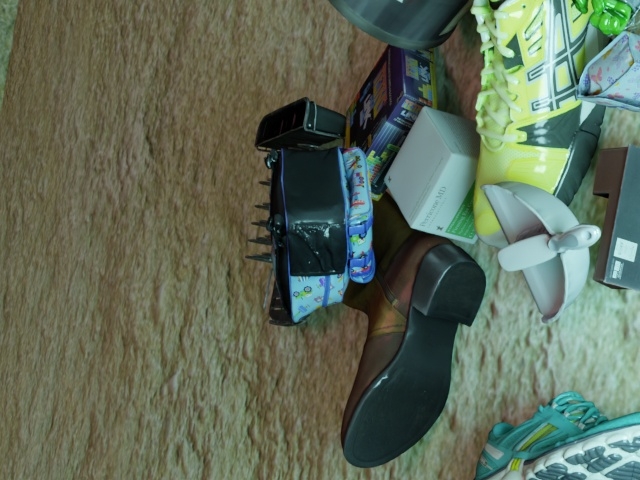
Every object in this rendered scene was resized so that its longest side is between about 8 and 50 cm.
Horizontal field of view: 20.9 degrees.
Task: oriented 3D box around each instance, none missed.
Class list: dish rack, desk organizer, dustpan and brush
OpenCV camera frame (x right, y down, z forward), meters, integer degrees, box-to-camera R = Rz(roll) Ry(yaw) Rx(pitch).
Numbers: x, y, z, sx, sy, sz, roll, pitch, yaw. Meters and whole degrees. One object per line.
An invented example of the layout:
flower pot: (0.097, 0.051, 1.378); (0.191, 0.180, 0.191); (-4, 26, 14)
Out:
dish rack: (-0.036, -0.030, 2.164); (0.208, 0.074, 0.272); (167, 114, -72)
desk organizer: (0.280, -0.020, 1.616); (0.050, 0.047, 0.130); (-1, 76, 65)
dustpan and brush: (0.212, 0.003, 1.603); (0.211, 0.060, 0.147); (-24, 92, 61)

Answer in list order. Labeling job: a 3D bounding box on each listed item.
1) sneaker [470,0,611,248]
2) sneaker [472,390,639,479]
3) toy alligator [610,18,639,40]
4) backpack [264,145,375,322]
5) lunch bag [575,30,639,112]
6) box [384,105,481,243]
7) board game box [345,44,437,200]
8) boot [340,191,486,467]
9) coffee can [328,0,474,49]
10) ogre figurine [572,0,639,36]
sneaker: (0.205, -0.183, 1.729); (0.145, 0.147, 0.385); (21, 98, 61)
sneaker: (0.223, 0.186, 1.571); (0.275, 0.107, 0.110); (-27, 44, 56)
toy alligator: (0.334, -0.235, 1.605); (0.190, 0.056, 0.051); (-52, 35, 38)
backpack: (0.000, 0.000, 1.928); (0.158, 0.116, 0.173); (-95, 1, -52)
lunch bag: (0.291, -0.150, 1.631); (0.083, 0.071, 0.053); (-41, 47, 45)
box: (0.138, -0.070, 1.864); (0.101, 0.087, 0.102); (-62, 30, 26)
board game box: (0.080, -0.150, 2.013); (0.141, 0.048, 0.170); (-59, 16, 31)
boot: (0.053, 0.090, 1.943); (0.280, 0.096, 0.264); (38, 112, 62)
coffee can: (0.136, -0.371, 1.890); (0.275, 0.201, 0.202); (-49, 37, 41)
ogre figurine: (0.253, -0.289, 1.586); (0.118, 0.097, 0.197); (-33, 48, 5)
